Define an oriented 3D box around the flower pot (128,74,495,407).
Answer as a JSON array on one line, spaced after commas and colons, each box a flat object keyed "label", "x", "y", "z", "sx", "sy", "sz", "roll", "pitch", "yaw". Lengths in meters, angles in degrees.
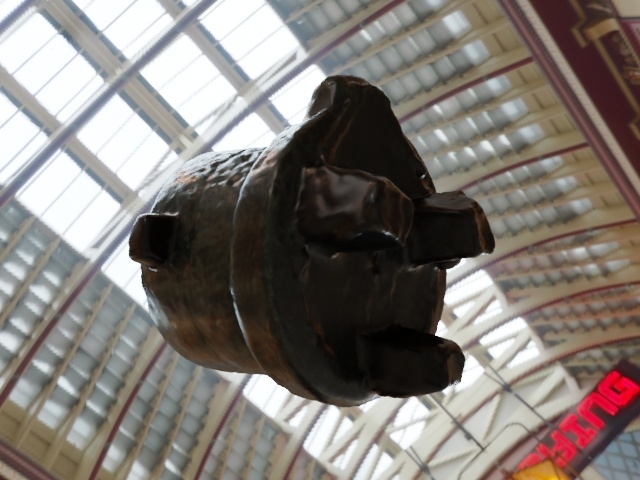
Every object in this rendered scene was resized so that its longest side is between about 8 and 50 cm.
[{"label": "flower pot", "x": 0.000, "y": 0.000, "z": 0.678, "sx": 0.299, "sy": 0.282, "sz": 0.299, "roll": -1, "pitch": -89, "yaw": -50}]
